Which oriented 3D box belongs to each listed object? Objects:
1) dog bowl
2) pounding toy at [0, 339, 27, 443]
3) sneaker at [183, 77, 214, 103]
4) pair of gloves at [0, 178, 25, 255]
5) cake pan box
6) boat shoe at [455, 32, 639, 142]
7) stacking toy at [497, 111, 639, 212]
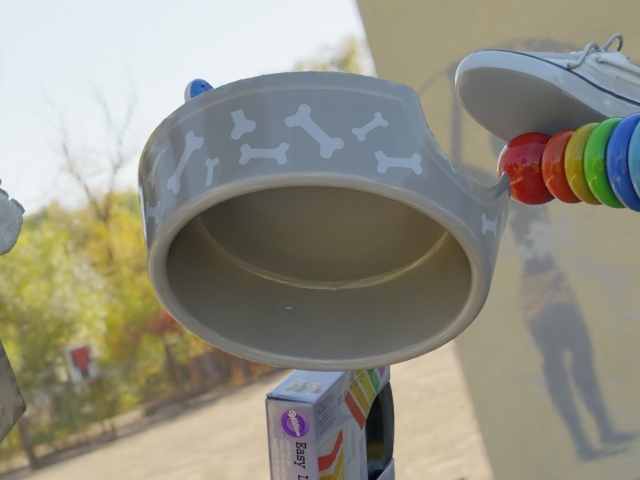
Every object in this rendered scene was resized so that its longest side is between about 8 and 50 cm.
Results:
[{"bbox_3d":[0.000,0.000,1.329,0.348,0.102,0.349,2,-37,1],"label":"dog bowl"},{"bbox_3d":[-0.382,0.171,1.234,0.206,0.094,0.181,-10,22,18],"label":"pounding toy"},{"bbox_3d":[-0.096,-0.131,1.699,0.058,0.152,0.084,-22,-5,-44],"label":"sneaker"},{"bbox_3d":[-0.459,-0.060,1.705,0.042,0.240,0.204,-42,10,35],"label":"pair of gloves"},{"bbox_3d":[0.018,0.253,1.731,0.070,0.246,0.267,5,16,21],"label":"cake pan box"},{"bbox_3d":[0.352,-0.189,1.837,0.367,0.156,0.136,16,-38,-1],"label":"boat shoe"},{"bbox_3d":[0.342,-0.087,1.695,0.141,0.141,0.330,-17,9,-38],"label":"stacking toy"}]
